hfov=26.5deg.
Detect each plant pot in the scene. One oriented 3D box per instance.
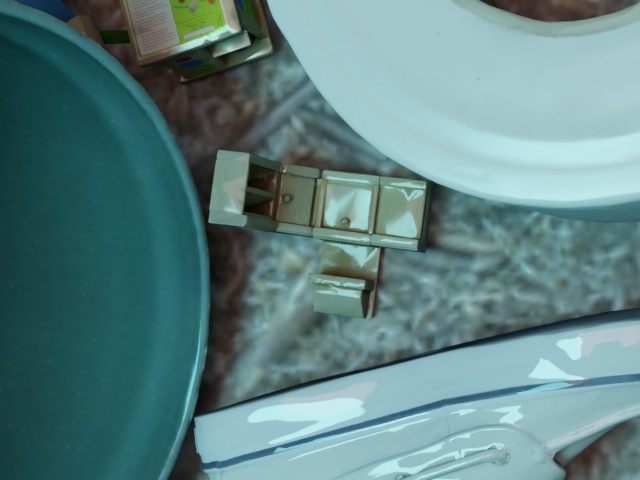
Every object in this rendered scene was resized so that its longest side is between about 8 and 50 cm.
[{"bbox_3d":[-0.221,0.033,0.590,0.196,0.293,0.293,14,90,41],"label":"plant pot"}]

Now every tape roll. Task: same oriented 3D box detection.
[{"bbox_3d":[0.118,-0.149,0.567,0.286,0.100,0.286,-2,86,24],"label":"tape roll"}]

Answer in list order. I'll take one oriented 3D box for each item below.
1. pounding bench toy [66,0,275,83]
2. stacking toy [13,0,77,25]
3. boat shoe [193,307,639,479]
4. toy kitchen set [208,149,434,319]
[{"bbox_3d":[-0.073,-0.105,0.651,0.083,0.065,0.052,-17,83,12],"label":"pounding bench toy"},{"bbox_3d":[-0.210,-0.231,0.663,0.165,0.175,0.302,-5,74,14],"label":"stacking toy"},{"bbox_3d":[0.070,0.088,0.599,0.258,0.095,0.084,-16,86,23],"label":"boat shoe"},{"bbox_3d":[0.000,0.000,0.621,0.083,0.075,0.068,7,89,18],"label":"toy kitchen set"}]
